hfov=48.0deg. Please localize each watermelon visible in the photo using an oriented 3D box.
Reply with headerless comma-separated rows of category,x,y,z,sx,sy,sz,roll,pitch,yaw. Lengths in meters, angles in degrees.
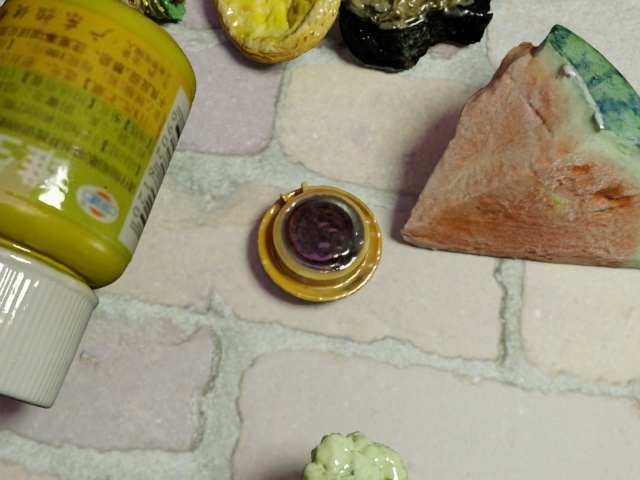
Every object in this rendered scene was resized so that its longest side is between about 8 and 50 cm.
watermelon,0.263,-0.063,0.785,0.250,0.283,0.293,35,98,25

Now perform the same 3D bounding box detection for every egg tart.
egg tart,-0.047,-0.308,0.890,0.191,0.074,0.191,0,89,30

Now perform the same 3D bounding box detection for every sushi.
sushi,0.128,-0.299,0.897,0.212,0.115,0.147,-29,73,-13

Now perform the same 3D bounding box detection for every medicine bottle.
medicine bottle,-0.288,-0.043,0.728,0.224,0.224,0.385,16,71,3

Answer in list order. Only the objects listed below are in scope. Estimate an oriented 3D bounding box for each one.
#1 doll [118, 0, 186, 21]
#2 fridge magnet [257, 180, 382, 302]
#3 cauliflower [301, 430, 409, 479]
doll,-0.222,-0.316,0.924,0.113,0.076,0.078,1,99,28
fridge magnet,0.000,0.000,0.810,0.143,0.063,0.143,1,67,-3
cauliflower,-0.023,0.317,0.593,0.281,0.260,0.327,11,49,-3
